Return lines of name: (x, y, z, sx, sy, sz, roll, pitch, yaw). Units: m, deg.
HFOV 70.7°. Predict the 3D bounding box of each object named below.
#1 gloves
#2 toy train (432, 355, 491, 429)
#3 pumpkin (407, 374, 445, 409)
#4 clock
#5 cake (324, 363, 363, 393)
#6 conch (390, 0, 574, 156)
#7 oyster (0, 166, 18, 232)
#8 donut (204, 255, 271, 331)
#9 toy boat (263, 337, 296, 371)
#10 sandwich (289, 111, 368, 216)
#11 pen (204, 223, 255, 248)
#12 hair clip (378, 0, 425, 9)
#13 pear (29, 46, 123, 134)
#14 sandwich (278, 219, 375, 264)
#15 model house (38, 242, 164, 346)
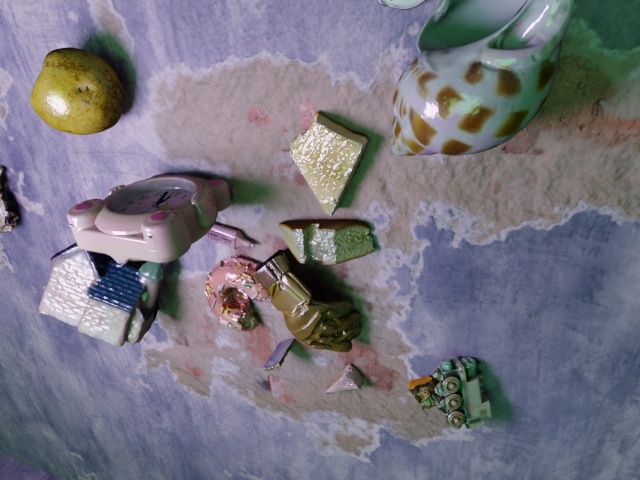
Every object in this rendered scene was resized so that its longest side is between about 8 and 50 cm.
gloves: (-0.033, 0.172, 1.147, 0.331, 0.141, 0.154, 48, 124, -8)
toy train: (0.354, 0.378, 1.130, 0.125, 0.081, 0.194, -13, 106, -5)
pumpkin: (0.284, 0.404, 1.200, 0.074, 0.054, 0.083, -31, 99, 29)
clock: (-0.375, -0.069, 1.050, 0.283, 0.309, 0.114, 6, 121, 20)
cake: (0.056, 0.401, 1.298, 0.121, 0.052, 0.065, -24, 112, 33)
conch: (0.239, -0.265, 0.749, 0.367, 0.197, 0.250, -24, 74, 30)
oyster: (-1.055, -0.126, 1.450, 0.222, 0.083, 0.215, 5, 117, 27)
donut: (-0.232, 0.147, 1.253, 0.199, 0.085, 0.233, 34, 124, 3)
toy boat: (-0.115, 0.324, 1.285, 0.063, 0.115, 0.016, -25, 106, 32)
sandwich: (-0.003, -0.170, 0.991, 0.162, 0.058, 0.193, 29, 127, 8)
pen: (-0.262, -0.014, 1.205, 0.197, 0.032, 0.053, 17, 123, 15)
hair clip: (0.151, -0.461, 0.762, 0.172, 0.049, 0.116, -32, 98, 36)
pear: (-0.555, -0.338, 1.052, 0.197, 0.197, 0.198, 10, 122, 17)
sandwich: (0.000, 0.000, 1.066, 0.244, 0.088, 0.090, 3, 115, 22)
model house: (-0.606, 0.110, 1.313, 0.298, 0.243, 0.285, 22, 110, -5)
